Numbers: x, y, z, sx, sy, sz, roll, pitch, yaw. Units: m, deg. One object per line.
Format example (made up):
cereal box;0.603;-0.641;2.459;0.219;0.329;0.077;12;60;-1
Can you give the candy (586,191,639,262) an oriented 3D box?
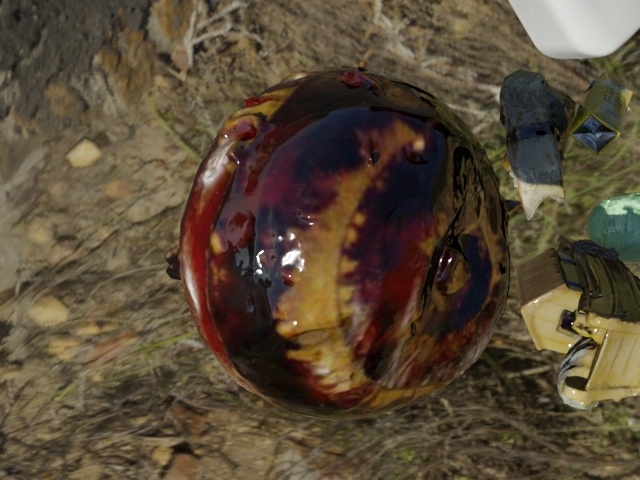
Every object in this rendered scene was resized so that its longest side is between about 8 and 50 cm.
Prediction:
candy;0.620;-0.029;1.396;0.119;0.440;0.119;6;82;-51

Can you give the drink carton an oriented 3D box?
drink carton;0.498;-0.237;1.611;0.084;0.074;0.200;33;47;-2

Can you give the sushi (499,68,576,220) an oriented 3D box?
sushi;0.371;-0.178;1.612;0.134;0.109;0.273;5;63;17

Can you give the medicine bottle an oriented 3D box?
medicine bottle;0.175;-0.229;0.667;0.119;0.069;0.183;-46;118;-14

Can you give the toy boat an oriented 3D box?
toy boat;0.334;0.085;1.205;0.162;0.445;0.136;15;106;9

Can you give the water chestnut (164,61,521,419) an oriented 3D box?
water chestnut;0.000;0.000;0.728;0.300;0.300;0.300;7;73;-24
